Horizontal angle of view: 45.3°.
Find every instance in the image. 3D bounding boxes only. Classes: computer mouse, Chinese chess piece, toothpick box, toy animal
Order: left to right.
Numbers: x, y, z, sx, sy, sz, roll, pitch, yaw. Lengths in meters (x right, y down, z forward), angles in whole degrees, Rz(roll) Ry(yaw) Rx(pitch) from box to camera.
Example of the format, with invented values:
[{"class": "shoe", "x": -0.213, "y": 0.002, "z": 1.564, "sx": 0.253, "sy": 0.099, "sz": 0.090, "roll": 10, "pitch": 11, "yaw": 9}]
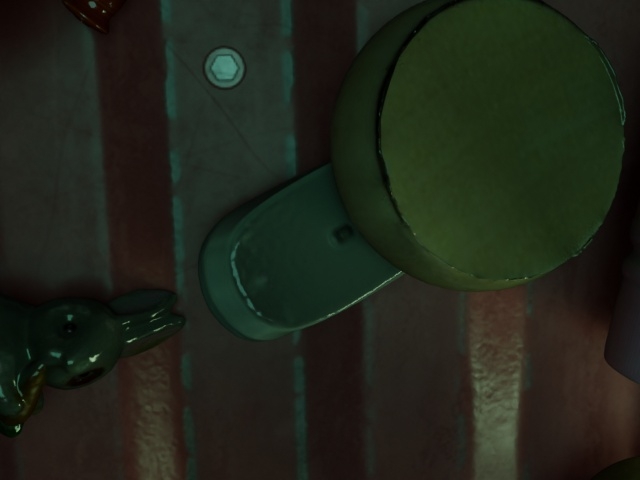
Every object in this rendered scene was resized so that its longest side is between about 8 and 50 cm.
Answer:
[{"class": "toy animal", "x": -0.241, "y": 0.088, "z": 0.651, "sx": 0.236, "sy": 0.108, "sz": 0.138, "roll": -19, "pitch": 100, "yaw": -3}, {"class": "toothpick box", "x": -0.176, "y": -0.216, "z": 0.641, "sx": 0.047, "sy": 0.047, "sz": 0.083, "roll": 37, "pitch": 94, "yaw": -10}, {"class": "computer mouse", "x": 0.000, "y": 0.000, "z": 0.681, "sx": 0.230, "sy": 0.079, "sz": 0.128, "roll": -26, "pitch": 99, "yaw": -18}, {"class": "Chinese chess piece", "x": 0.131, "y": -0.081, "z": 0.640, "sx": 0.249, "sy": 0.103, "sz": 0.250, "roll": 0, "pitch": 91, "yaw": -19}]

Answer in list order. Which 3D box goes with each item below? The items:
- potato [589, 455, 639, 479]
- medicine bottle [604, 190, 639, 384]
[{"class": "potato", "x": 0.296, "y": 0.323, "z": 0.719, "sx": 0.174, "sy": 0.159, "sz": 0.251, "roll": 31, "pitch": 104, "yaw": 14}, {"class": "medicine bottle", "x": 0.375, "y": -0.021, "z": 0.647, "sx": 0.202, "sy": 0.202, "sz": 0.316, "roll": 12, "pitch": 97, "yaw": -7}]
